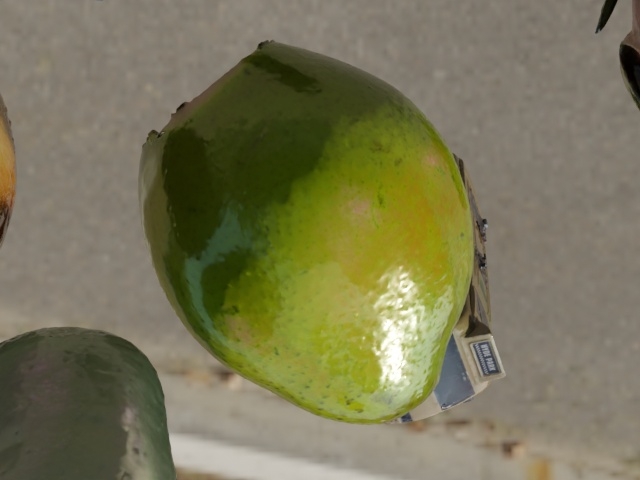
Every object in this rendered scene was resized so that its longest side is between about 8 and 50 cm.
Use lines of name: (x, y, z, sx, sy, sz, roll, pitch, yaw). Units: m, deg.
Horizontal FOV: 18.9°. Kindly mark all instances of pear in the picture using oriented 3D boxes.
pear: (0.000, 0.000, 1.112, 0.219, 0.187, 0.187, 50, 139, -3)

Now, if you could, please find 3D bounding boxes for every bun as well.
bun: (-0.167, 0.184, 0.948, 0.179, 0.283, 0.283, 1, 153, -14)

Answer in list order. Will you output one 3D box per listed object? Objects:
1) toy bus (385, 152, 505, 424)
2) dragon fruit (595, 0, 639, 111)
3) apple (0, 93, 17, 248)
toy bus: (0.104, 0.047, 2.018, 0.157, 0.289, 0.139, -13, 131, 12)
dragon fruit: (0.371, -0.155, 1.547, 0.291, 0.189, 0.290, 19, 157, 8)
apple: (-0.269, -0.044, 0.984, 0.173, 0.210, 0.235, -27, 143, 20)
